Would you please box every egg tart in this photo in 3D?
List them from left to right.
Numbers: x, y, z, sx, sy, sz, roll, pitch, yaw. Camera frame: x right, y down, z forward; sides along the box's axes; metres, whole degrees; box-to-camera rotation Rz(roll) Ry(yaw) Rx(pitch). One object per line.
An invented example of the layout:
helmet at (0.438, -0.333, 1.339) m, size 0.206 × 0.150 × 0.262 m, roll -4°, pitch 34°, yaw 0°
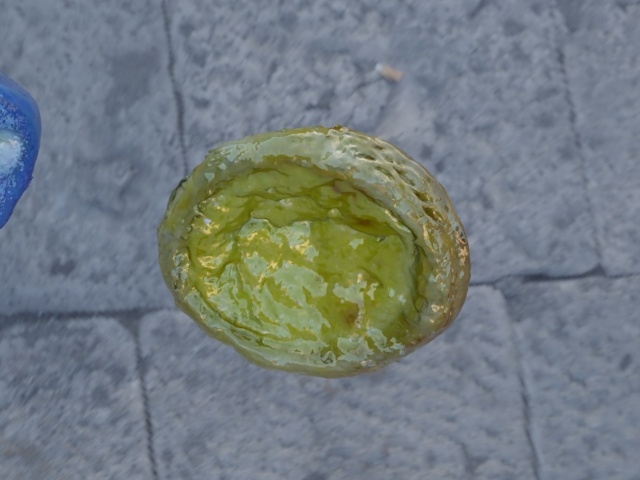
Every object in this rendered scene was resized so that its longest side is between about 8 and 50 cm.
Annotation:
egg tart at (0.000, 0.000, 0.869) m, size 0.191 × 0.191 × 0.074 m, roll 31°, pitch 41°, yaw -8°

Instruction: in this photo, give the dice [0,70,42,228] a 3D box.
dice at (-0.297, -0.077, 1.066) m, size 0.146 × 0.143 × 0.146 m, roll 23°, pitch 99°, yaw -46°
